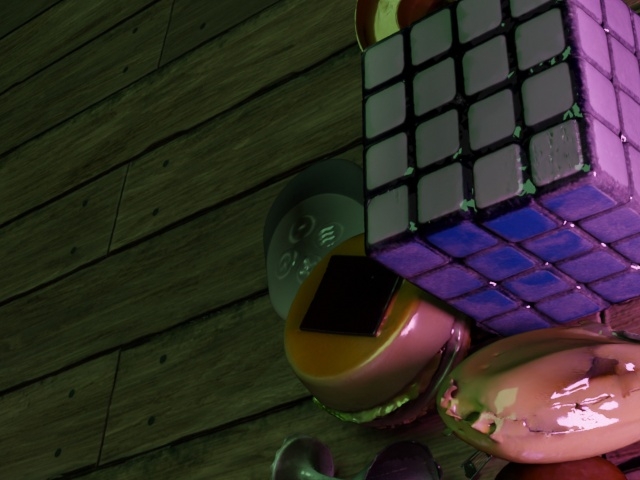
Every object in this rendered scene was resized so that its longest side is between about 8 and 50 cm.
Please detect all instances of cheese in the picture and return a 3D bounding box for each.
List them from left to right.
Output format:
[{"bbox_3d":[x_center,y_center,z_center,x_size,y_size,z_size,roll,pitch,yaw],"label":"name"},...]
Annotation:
[{"bbox_3d":[0.278,0.183,1.635,0.259,0.316,0.128,-1,97,49],"label":"cheese"}]

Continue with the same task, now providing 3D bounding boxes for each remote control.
[{"bbox_3d":[0.000,0.000,2.235,0.221,0.103,0.332,-33,39,21],"label":"remote control"}]

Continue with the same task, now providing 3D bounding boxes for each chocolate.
[{"bbox_3d":[0.290,0.323,1.618,0.177,0.177,0.176,-28,42,29],"label":"chocolate"}]

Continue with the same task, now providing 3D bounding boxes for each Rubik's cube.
[{"bbox_3d":[0.282,-0.111,1.786,0.337,0.344,0.343,-23,55,34],"label":"Rubik's cube"}]

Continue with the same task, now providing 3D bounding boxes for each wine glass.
[{"bbox_3d":[0.040,0.336,1.881,0.232,0.156,0.156,0,60,51],"label":"wine glass"}]

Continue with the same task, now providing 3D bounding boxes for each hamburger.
[{"bbox_3d":[0.086,0.131,1.967,0.300,0.176,0.300,-30,40,29],"label":"hamburger"},{"bbox_3d":[0.201,-0.330,2.133,0.274,0.212,0.274,-4,81,26],"label":"hamburger"}]

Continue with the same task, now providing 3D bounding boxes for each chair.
[{"bbox_3d":[0.212,0.276,1.820,0.086,0.042,0.037,-46,32,8],"label":"chair"}]
